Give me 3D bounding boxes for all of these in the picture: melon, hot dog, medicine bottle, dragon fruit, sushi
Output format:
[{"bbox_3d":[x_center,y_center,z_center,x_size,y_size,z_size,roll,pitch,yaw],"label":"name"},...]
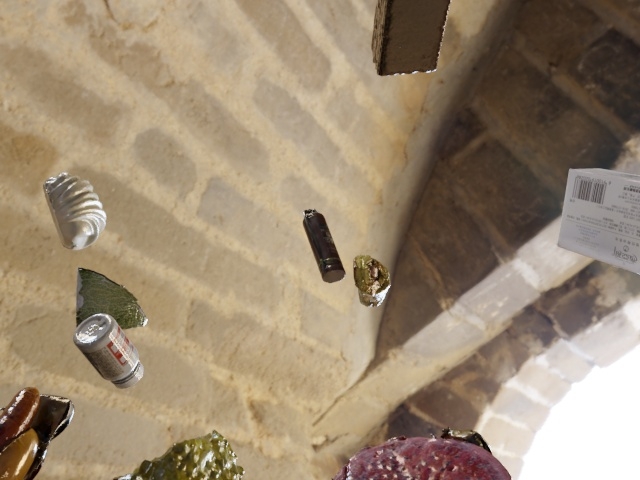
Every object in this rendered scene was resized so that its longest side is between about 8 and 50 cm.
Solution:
[{"bbox_3d":[-0.508,0.164,1.376,0.202,0.093,0.139,40,-125,-15],"label":"melon"},{"bbox_3d":[0.093,0.070,1.061,0.169,0.061,0.078,69,-163,-69],"label":"hot dog"},{"bbox_3d":[-0.383,0.206,1.093,0.079,0.079,0.140,-105,-3,-52],"label":"medicine bottle"},{"bbox_3d":[0.089,0.316,0.596,0.282,0.211,0.147,-31,-61,-41],"label":"dragon fruit"},{"bbox_3d":[-0.349,0.607,1.312,0.240,0.396,0.351,58,-171,15],"label":"sushi"},{"bbox_3d":[-0.614,0.386,1.075,0.194,0.107,0.326,15,-131,6],"label":"hot dog"}]

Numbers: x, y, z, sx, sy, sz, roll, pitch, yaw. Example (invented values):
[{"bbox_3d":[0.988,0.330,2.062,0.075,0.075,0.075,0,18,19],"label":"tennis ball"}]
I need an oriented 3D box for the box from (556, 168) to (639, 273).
[{"bbox_3d":[0.707,-0.050,1.389,0.116,0.203,0.274,-4,-165,-25],"label":"box"}]

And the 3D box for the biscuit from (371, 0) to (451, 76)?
[{"bbox_3d":[0.146,-0.410,0.879,0.388,0.107,0.073,92,171,-55],"label":"biscuit"}]

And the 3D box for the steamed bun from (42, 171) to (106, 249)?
[{"bbox_3d":[-0.538,-0.069,1.320,0.106,0.183,0.183,-18,-118,-27],"label":"steamed bun"}]

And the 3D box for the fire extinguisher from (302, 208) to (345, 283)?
[{"bbox_3d":[0.000,0.000,1.043,0.064,0.043,0.158,29,-148,-48],"label":"fire extinguisher"}]
